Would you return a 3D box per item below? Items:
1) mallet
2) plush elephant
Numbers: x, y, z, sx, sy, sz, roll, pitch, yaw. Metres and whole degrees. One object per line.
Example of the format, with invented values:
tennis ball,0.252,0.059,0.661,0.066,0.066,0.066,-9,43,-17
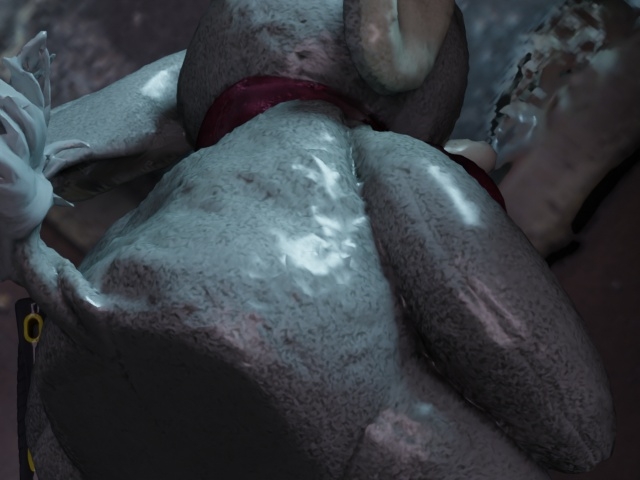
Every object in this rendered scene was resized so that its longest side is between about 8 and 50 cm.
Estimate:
mallet,-0.115,0.120,0.732,0.062,0.039,0.190,4,78,2
plush elephant,0.000,0.000,0.660,0.330,0.271,0.255,55,45,-24
